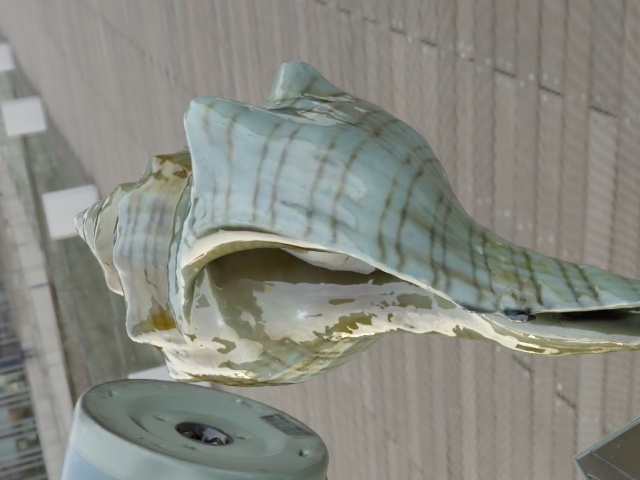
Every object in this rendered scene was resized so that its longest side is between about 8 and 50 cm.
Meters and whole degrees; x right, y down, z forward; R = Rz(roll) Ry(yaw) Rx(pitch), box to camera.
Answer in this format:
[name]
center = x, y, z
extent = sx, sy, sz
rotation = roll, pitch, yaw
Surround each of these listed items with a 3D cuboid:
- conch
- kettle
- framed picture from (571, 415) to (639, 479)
[conch]
center = 0.000, -0.013, 0.567
extent = 0.386, 0.203, 0.169
rotation = -11, 67, 33
[kettle]
center = -0.117, 0.339, 1.039
extent = 0.247, 0.320, 0.342
rotation = 24, 102, 57
[framed picture]
center = 0.233, 0.182, 0.777
extent = 0.007, 0.066, 0.089
rotation = 28, -151, -51
